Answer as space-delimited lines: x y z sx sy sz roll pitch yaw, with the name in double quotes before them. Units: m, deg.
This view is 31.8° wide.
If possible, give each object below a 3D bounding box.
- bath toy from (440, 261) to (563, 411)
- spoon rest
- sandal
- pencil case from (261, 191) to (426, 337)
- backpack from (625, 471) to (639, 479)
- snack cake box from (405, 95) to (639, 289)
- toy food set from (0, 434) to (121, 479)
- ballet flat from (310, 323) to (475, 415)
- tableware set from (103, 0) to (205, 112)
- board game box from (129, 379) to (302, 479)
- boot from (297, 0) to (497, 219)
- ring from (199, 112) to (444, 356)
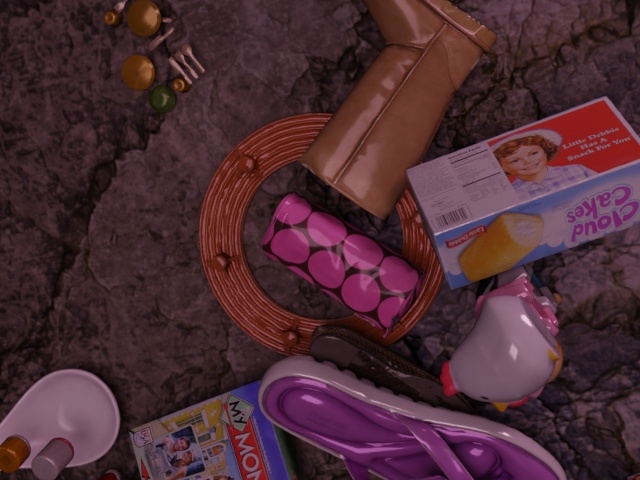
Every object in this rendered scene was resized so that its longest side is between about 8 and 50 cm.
"bath toy" 0.215 0.118 1.297 0.129 0.348 0.151 -36 87 14
"spoon rest" -0.406 0.275 1.579 0.276 0.084 0.137 -26 94 15
"sandal" 0.107 0.282 1.437 0.416 0.102 0.169 21 130 1
"pencil case" 0.025 0.030 1.424 0.209 0.095 0.098 34 119 6
"backpack" 0.438 0.412 1.345 0.213 0.263 0.276 -30 93 14
"snack cake box" 0.249 -0.059 1.333 0.264 0.152 0.089 -20 124 3
"toy food set" -0.343 0.349 1.547 0.111 0.104 0.232 -25 102 22
"ballet flat" 0.097 0.179 1.470 0.250 0.058 0.084 30 118 -9
"tableware set" -0.228 -0.250 1.492 0.104 0.024 0.154 -39 91 17
"board game box" -0.118 0.370 1.499 0.214 0.046 0.317 -23 74 18
"boot" 0.057 -0.198 1.391 0.236 0.089 0.269 35 96 3
"ring" 0.000 0.000 1.483 0.337 0.032 0.336 2 100 11
